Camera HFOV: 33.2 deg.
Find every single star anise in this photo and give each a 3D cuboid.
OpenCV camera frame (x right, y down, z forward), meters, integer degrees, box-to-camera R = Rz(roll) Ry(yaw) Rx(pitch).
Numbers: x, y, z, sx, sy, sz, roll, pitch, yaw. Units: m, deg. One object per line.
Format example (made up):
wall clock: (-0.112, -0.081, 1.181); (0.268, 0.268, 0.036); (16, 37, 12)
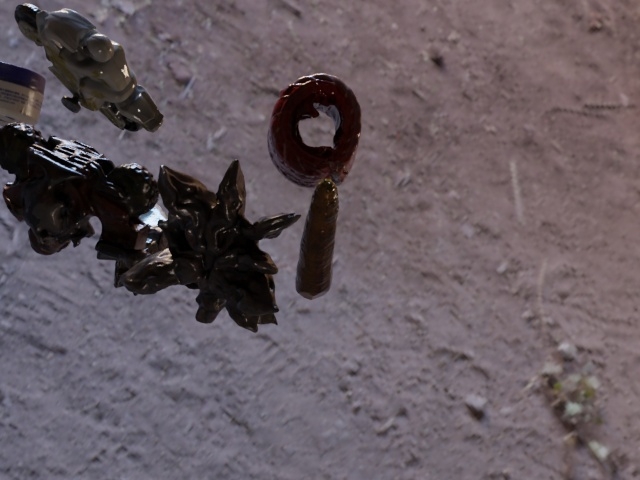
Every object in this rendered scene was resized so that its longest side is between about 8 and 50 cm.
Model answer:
star anise: (-0.129, 0.018, 1.371); (0.212, 0.282, 0.129); (27, 35, 6)

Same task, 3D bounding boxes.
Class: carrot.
carrot: (0.000, 0.000, 1.783); (0.066, 0.314, 0.066); (4, 54, -5)

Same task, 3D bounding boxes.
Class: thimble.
thimble: (-0.011, -0.194, 1.899); (0.163, 0.125, 0.189); (3, 77, -5)

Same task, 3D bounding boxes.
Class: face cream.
face cream: (-0.664, -0.295, 2.163); (0.206, 0.206, 0.111); (10, 84, -28)

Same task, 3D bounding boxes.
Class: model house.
model house: (-0.333, 0.030, 1.963); (0.106, 0.152, 0.165); (27, 34, 28)

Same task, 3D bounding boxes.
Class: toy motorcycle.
toy motorcycle: (-0.341, -0.037, 1.677); (0.401, 0.207, 0.134); (19, 23, 10)
toy motorcycle: (-0.293, -0.224, 1.380); (0.228, 0.151, 0.074); (48, 62, -23)
